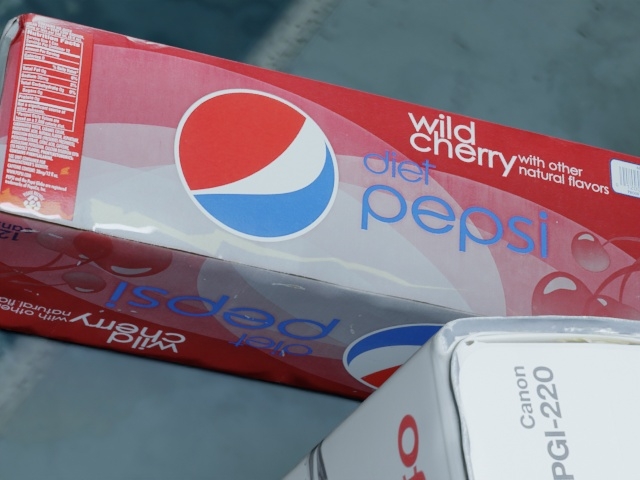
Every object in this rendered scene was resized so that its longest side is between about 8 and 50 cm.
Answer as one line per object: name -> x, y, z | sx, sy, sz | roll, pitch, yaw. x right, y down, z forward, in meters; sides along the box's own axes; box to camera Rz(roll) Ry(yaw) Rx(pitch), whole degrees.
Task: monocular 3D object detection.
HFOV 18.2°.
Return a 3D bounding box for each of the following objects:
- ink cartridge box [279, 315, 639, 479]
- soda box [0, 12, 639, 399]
ink cartridge box -> 0.042, 0.136, 0.601 | 0.092, 0.218, 0.159 | 2, 64, -22
soda box -> 0.000, 0.000, 0.730 | 0.263, 0.092, 0.083 | 13, 60, -17
